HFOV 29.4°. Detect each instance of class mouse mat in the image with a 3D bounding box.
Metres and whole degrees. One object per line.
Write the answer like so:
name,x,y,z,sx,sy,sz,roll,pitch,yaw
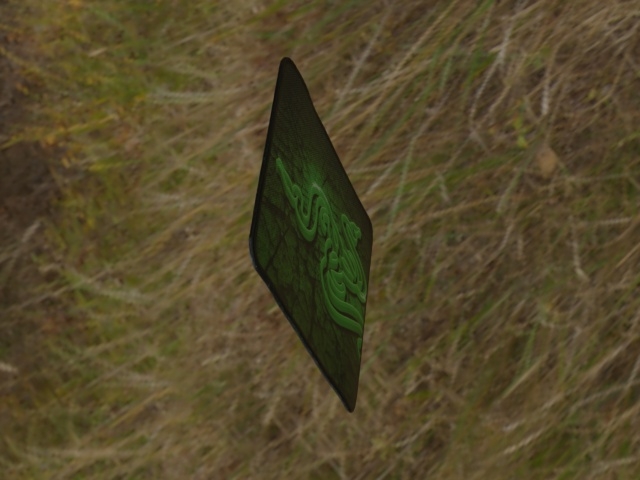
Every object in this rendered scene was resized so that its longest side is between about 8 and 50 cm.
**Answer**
mouse mat,0.000,0.000,0.751,0.007,0.152,0.189,-5,143,18
